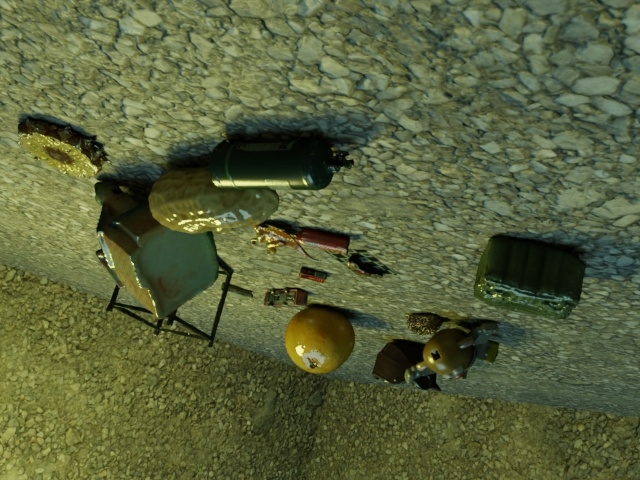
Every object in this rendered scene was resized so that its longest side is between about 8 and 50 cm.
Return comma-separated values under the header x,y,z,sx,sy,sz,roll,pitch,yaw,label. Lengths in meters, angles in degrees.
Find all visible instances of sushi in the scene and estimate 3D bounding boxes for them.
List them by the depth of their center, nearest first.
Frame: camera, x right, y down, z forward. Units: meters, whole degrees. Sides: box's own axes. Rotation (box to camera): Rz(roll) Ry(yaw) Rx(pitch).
x,y,z,sx,sy,sz,roll,pitch,yaw,label
0.102,0.072,1.721,0.139,0.031,0.201,1,158,36,sushi

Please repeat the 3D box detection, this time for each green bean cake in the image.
x,y,z,sx,sy,sz,roll,pitch,yaw,label
0.450,0.089,1.377,0.223,0.124,0.227,10,167,14,green bean cake

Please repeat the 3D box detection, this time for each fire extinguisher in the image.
x,y,z,sx,sy,sz,roll,pitch,yaw,label
-0.054,-0.135,1.124,0.294,0.093,0.118,3,-175,30,fire extinguisher

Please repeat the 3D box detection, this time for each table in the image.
x,y,z,sx,sy,sz,roll,pitch,yaw,label
-0.458,0.157,2.007,0.222,0.272,0.335,9,161,16,table

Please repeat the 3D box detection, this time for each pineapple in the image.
x,y,z,sx,sy,sz,roll,pitch,yaw,label
-0.561,-0.197,1.385,0.221,0.047,0.221,12,161,4,pineapple

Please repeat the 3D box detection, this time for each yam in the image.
x,y,z,sx,sy,sz,roll,pitch,yaw,label
-0.310,0.187,2.393,0.130,0.033,0.027,16,136,-19,yam

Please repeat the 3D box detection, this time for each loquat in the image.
x,y,z,sx,sy,sz,roll,pitch,yaw,label
-0.002,0.366,2.378,0.263,0.263,0.263,13,162,4,loquat

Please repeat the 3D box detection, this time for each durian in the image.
x,y,z,sx,sy,sz,roll,pitch,yaw,label
0.335,0.281,2.119,0.140,0.071,0.110,9,162,32,durian

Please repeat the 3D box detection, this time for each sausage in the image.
x,y,z,sx,sy,sz,roll,pitch,yaw,label
0.000,0.000,1.559,0.145,0.048,0.050,13,-160,9,sausage

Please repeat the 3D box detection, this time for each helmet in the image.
x,y,z,sx,sy,sz,roll,pitch,yaw,label
0.364,0.514,2.627,0.306,0.177,0.225,13,169,-19,helmet

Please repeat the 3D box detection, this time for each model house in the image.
x,y,z,sx,sy,sz,roll,pitch,yaw,label
-0.448,-0.008,1.637,0.280,0.245,0.312,34,146,32,model house

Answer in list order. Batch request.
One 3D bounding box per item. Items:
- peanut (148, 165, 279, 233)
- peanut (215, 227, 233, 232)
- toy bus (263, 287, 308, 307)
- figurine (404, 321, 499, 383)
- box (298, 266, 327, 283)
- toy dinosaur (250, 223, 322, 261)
x,y,z,sx,sy,sz,roll,pitch,yaw,label
-0.228,-0.083,1.327,0.325,0.140,0.153,3,142,30,peanut
-0.223,-0.061,1.485,0.080,0.080,0.174,17,163,-10,peanut
-0.124,0.208,2.253,0.077,0.065,0.192,18,164,-35,toy bus
0.434,0.370,2.078,0.167,0.342,0.285,43,-168,34,figurine
-0.023,0.105,1.928,0.082,0.023,0.051,15,161,-3,box
-0.100,-0.010,1.601,0.212,0.057,0.142,8,155,9,toy dinosaur
